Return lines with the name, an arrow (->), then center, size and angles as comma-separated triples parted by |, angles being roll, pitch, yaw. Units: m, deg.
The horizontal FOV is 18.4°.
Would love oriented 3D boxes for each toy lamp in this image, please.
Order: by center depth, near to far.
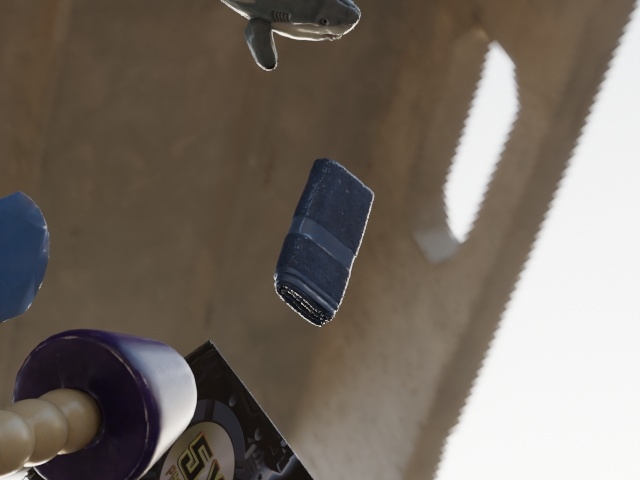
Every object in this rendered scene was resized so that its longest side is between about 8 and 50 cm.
toy lamp -> -0.140, 0.086, 0.815 | 0.080, 0.080, 0.275 | -51, -18, 23

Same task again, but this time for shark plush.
shark plush -> -0.045, -0.192, 1.319 | 0.073, 0.161, 0.067 | -44, 7, -26

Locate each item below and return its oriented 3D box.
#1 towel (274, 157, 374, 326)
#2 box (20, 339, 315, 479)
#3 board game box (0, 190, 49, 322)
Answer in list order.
towel -> 0.000, 0.000, 1.523 | 0.029, 0.119, 0.067 | -7, -37, 41
box -> -0.080, 0.181, 1.251 | 0.147, 0.180, 0.077 | -35, -3, -20
board game box -> -0.334, 0.024, 1.868 | 0.169, 0.033, 0.133 | -25, -51, -36
